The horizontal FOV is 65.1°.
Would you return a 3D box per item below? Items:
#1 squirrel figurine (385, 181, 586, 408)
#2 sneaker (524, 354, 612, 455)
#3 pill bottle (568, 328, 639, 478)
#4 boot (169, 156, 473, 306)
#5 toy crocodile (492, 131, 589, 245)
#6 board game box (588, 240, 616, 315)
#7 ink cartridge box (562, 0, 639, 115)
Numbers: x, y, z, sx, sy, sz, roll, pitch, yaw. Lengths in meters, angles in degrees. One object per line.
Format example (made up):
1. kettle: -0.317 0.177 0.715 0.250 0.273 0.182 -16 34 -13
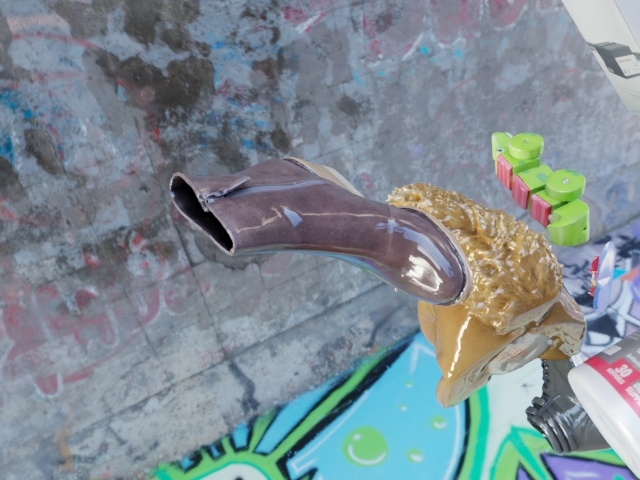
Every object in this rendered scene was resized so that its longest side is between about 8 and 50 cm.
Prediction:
1. squirrel figurine: 0.247 0.033 0.896 0.281 0.370 0.397 -24 139 -1
2. sneaker: 0.479 0.302 1.047 0.147 0.295 0.104 -24 144 9
3. pill bottle: 0.514 0.168 0.650 0.319 0.176 0.176 -33 129 6
4. boot: 0.000 0.000 0.478 0.207 0.248 0.090 -13 132 -45
5. toy crocodile: 0.417 -0.110 0.983 0.105 0.340 0.115 -18 133 0
6. board game box: 0.623 0.084 1.128 0.133 0.033 0.168 -4 100 -46
7. ink cartridge box: 0.540 -0.359 0.763 0.307 0.129 0.223 36 104 -30
